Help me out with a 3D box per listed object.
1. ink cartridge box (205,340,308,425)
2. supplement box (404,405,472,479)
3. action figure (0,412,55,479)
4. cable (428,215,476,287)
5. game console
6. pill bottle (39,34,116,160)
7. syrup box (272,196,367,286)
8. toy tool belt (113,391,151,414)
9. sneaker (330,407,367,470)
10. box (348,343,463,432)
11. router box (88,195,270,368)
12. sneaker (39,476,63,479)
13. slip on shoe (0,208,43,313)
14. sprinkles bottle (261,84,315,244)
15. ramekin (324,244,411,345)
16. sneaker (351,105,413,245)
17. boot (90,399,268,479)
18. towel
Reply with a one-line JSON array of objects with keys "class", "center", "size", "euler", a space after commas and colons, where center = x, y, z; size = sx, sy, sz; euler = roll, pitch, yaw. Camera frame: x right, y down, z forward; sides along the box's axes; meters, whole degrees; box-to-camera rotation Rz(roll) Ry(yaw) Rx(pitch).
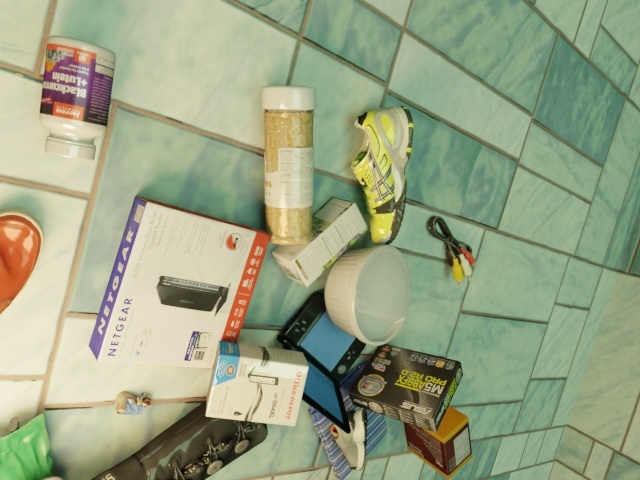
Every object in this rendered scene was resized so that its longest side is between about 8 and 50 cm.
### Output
[{"class": "ink cartridge box", "center": [-0.141, 0.320, 1.102], "size": [0.203, 0.086, 0.148], "euler": [11, 96, -13]}, {"class": "supplement box", "center": [0.406, 0.677, 1.718], "size": [0.129, 0.191, 0.194], "euler": [-27, 118, -29]}, {"class": "action figure", "center": [-0.584, 0.455, 0.970], "size": [0.137, 0.063, 0.232], "euler": [-24, 124, -32]}, {"class": "cable", "center": [0.452, 0.016, 1.635], "size": [0.139, 0.072, 0.287], "euler": [-47, 126, -24]}, {"class": "game console", "center": [0.033, 0.331, 1.339], "size": [0.250, 0.173, 0.293], "euler": [-51, 128, -14]}, {"class": "pill bottle", "center": [-0.424, -0.242, 0.855], "size": [0.108, 0.108, 0.193], "euler": [4, 100, -38]}, {"class": "syrup box", "center": [0.000, 0.000, 1.266], "size": [0.237, 0.093, 0.096], "euler": [-44, 126, -20]}, {"class": "toy tool belt", "center": [-0.409, 0.366, 1.085], "size": [0.083, 0.051, 0.052], "euler": [19, 91, -40]}, {"class": "sneaker", "center": [0.087, 0.592, 1.475], "size": [0.100, 0.108, 0.271], "euler": [-80, 168, -52]}, {"class": "box", "center": [0.250, 0.419, 1.438], "size": [0.216, 0.270, 0.060], "euler": [-45, 129, -40]}, {"class": "router box", "center": [-0.297, 0.105, 1.074], "size": [0.301, 0.082, 0.335], "euler": [15, 94, -40]}, {"class": "sneaker", "center": [-0.542, 0.577, 0.958], "size": [0.105, 0.115, 0.281], "euler": [-7, 125, -40]}, {"class": "slip on shoe", "center": [-0.588, 0.097, 0.836], "size": [0.123, 0.101, 0.331], "euler": [40, 77, -36]}, {"class": "sprinkles bottle", "center": [-0.073, -0.173, 1.139], "size": [0.121, 0.121, 0.355], "euler": [-11, 110, -35]}, {"class": "ramekin", "center": [0.126, 0.144, 1.355], "size": [0.273, 0.127, 0.273], "euler": [-4, 95, -48]}, {"class": "sneaker", "center": [0.153, -0.168, 1.333], "size": [0.147, 0.145, 0.384], "euler": [-1, 109, -6]}, {"class": "boot", "center": [-0.328, 0.565, 1.162], "size": [0.445, 0.146, 0.367], "euler": [-29, 141, -43]}, {"class": "towel", "center": [0.095, 0.572, 1.554], "size": [0.243, 0.040, 0.336], "euler": [-35, 123, -28]}]
